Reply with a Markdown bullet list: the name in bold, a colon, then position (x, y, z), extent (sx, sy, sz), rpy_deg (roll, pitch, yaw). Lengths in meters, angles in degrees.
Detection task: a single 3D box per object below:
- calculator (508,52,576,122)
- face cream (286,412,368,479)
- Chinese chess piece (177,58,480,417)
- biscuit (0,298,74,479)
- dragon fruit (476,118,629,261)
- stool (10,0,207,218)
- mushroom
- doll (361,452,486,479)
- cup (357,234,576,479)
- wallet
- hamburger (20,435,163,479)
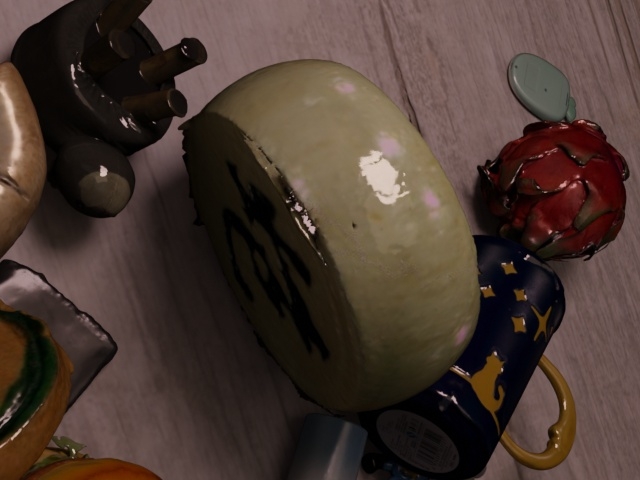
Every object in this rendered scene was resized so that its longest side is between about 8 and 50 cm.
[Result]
- **calculator**: position (0.350, -0.236, 1.351), extent (0.153, 0.021, 0.095), rpy_deg (25, 67, -26)
- **face cream**: position (-0.015, 0.317, 0.932), extent (0.077, 0.077, 0.250), rpy_deg (29, 66, -28)
- **Chinese chess piece**: position (0.000, 0.000, 0.846), extent (0.146, 0.349, 0.349), rpy_deg (-27, 97, -20)
- **biscuit**: position (-0.330, 0.172, 0.624), extent (0.344, 0.287, 0.057), rpy_deg (-37, 137, -29)
- **dragon fruit**: position (0.322, -0.056, 1.201), extent (0.274, 0.193, 0.192), rpy_deg (-61, 142, -27)
- **stool**: position (-0.196, -0.140, 0.844), extent (0.153, 0.139, 0.228), rpy_deg (-11, 83, -58)
- **mushroom**: position (-0.337, -0.046, 0.707), extent (0.254, 0.195, 0.189), rpy_deg (-27, 98, -35)
- **doll**: position (0.143, 0.267, 1.063), extent (0.195, 0.070, 0.096), rpy_deg (-9, 73, -32)
- **cup**: position (0.200, 0.158, 1.014), extent (0.255, 0.178, 0.256), rpy_deg (28, 51, 12)
- **wallet**: position (-0.319, 0.157, 0.779), extent (0.146, 0.030, 0.285), rpy_deg (45, 57, -16)
- **hamburger**: position (-0.236, 0.280, 0.709), extent (0.246, 0.170, 0.246), rpy_deg (-7, 99, -57)
